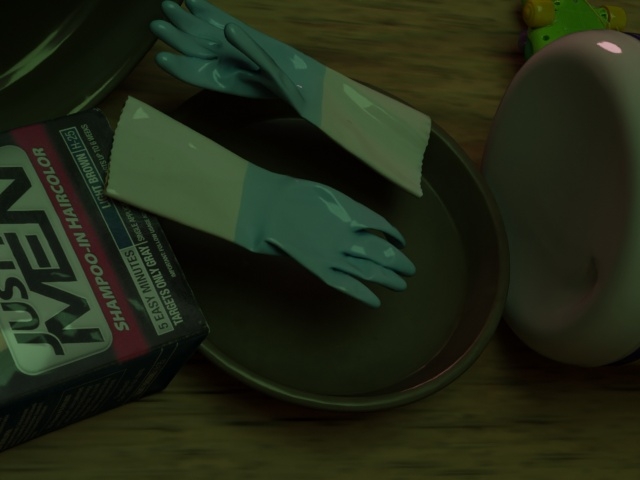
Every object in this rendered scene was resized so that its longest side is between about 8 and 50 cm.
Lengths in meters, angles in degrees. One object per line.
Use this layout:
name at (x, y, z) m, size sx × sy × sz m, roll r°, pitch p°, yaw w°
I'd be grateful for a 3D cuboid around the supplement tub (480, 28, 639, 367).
supplement tub at (0.311, -0.026, 1.160) m, size 0.331 × 0.241 × 0.241 m, roll 2°, pitch 63°, yaw -24°

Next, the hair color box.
hair color box at (-0.260, 0.052, 0.936) m, size 0.347 × 0.105 × 0.174 m, roll -19°, pitch 73°, yaw -31°

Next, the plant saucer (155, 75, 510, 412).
plant saucer at (0.000, 0.000, 1.109) m, size 0.278 × 0.041 × 0.278 m, roll 9°, pitch 58°, yaw -14°

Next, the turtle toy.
turtle toy at (0.202, -0.165, 1.291) m, size 0.095 × 0.066 × 0.130 m, roll 2°, pitch 62°, yaw -24°

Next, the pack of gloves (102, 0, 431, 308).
pack of gloves at (-0.018, -0.070, 1.051) m, size 0.232 × 0.046 × 0.195 m, roll 24°, pitch 48°, yaw -21°

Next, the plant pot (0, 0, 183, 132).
plant pot at (-0.265, -0.245, 1.003) m, size 0.280 × 0.323 × 0.323 m, roll 39°, pitch 52°, yaw 21°
